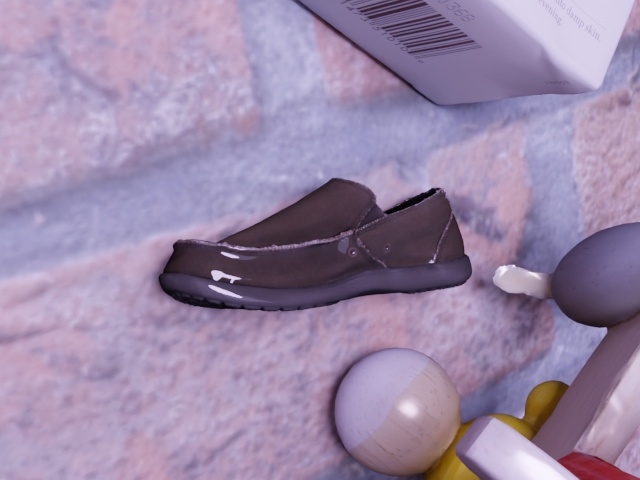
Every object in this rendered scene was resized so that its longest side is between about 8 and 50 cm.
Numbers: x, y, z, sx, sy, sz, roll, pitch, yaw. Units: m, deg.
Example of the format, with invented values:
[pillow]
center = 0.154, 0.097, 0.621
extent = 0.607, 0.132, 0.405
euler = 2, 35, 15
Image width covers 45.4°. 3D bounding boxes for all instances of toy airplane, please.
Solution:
[toy airplane]
center = 0.111, 0.155, 0.456
extent = 0.386, 0.272, 0.384
euler = -21, 137, -47

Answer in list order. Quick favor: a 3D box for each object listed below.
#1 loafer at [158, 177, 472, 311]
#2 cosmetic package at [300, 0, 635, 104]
[loafer]
center = 0.000, 0.000, 0.489
extent = 0.220, 0.080, 0.078
euler = -4, 90, -35
[cosmetic package]
center = 0.120, -0.305, 0.464
extent = 0.217, 0.156, 0.385
euler = 28, 81, -31
